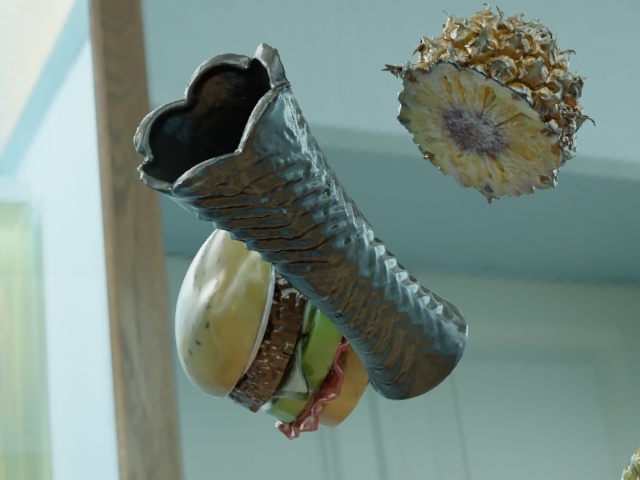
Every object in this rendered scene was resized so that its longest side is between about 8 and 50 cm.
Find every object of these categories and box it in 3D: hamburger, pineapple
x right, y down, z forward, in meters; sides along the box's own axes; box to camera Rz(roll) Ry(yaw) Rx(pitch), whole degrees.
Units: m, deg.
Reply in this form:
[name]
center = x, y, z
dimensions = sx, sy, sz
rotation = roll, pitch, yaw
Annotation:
[hamburger]
center = -0.037, 0.057, 1.192
dimensions = 0.137, 0.175, 0.175
rotation = 14, -30, -16
[pineapple]
center = 0.162, -0.140, 1.397
dimensions = 0.176, 0.137, 0.161
rotation = 44, -32, -16

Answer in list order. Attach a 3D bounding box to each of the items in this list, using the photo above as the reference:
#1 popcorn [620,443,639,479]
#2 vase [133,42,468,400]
[popcorn]
center = 0.376, 0.264, 1.373
dimensions = 0.225, 0.264, 0.332
rotation = -4, 2, 1
[vase]
center = 0.000, 0.000, 0.987
dimensions = 0.115, 0.115, 0.237
rotation = -22, -53, 30
